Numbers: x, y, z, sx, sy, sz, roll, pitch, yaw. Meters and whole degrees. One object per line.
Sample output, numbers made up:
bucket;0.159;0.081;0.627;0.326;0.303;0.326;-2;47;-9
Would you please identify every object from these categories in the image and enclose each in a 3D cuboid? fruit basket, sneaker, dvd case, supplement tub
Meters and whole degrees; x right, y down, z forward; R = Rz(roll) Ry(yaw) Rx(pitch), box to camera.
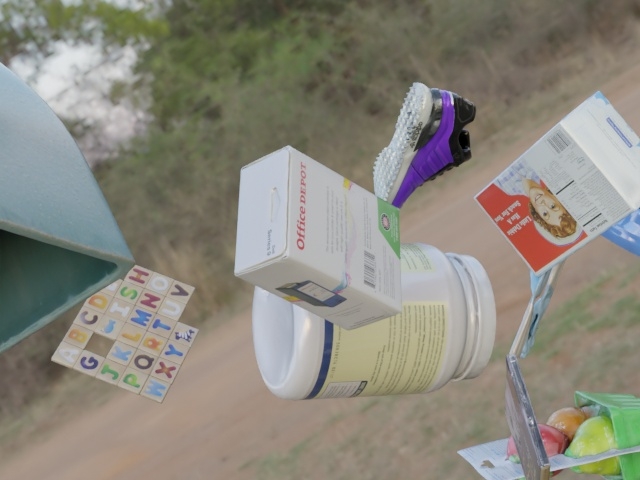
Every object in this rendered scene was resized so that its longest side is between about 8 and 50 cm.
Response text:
fruit basket;0.458;0.396;2.501;0.353;0.165;0.327;-17;3;-6
sneaker;0.192;-0.145;2.368;0.146;0.102;0.293;6;-42;-17
dvd case;0.284;0.272;1.849;0.018;0.164;0.221;-14;-29;0
supplement tub;0.080;0.121;2.051;0.325;0.235;0.235;0;-8;-21

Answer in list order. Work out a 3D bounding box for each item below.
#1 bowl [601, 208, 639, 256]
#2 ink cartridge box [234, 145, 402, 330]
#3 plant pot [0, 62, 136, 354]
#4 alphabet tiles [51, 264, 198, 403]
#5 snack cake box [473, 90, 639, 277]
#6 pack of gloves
bowl;0.595;-0.071;2.475;0.077;0.391;0.391;-63;-9;22
ink cartridge box;0.000;0.000;1.655;0.093;0.154;0.212;-21;-35;35
plant pot;-0.353;-0.051;1.144;0.247;0.252;0.248;-31;-26;21
alphabet tiles;-0.311;0.146;2.259;0.009;0.198;0.237;104;-171;-51
snack cake box;0.337;-0.070;1.828;0.089;0.152;0.264;-38;-4;-29
pack of gloves;0.366;0.089;2.308;0.232;0.046;0.195;-69;-16;-2
